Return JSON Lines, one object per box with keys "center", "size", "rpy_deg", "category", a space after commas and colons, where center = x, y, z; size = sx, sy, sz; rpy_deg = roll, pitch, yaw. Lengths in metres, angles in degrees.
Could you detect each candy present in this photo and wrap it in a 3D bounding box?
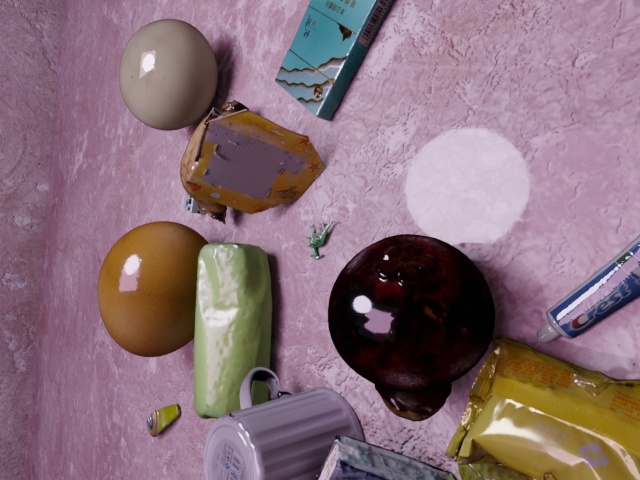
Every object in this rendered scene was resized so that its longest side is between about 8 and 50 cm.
{"center": [-0.171, 0.177, 0.825], "size": [0.142, 0.131, 0.344], "rpy_deg": [-4, 85, 50], "category": "candy"}

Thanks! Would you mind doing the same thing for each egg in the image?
{"center": [-0.353, 0.112, 0.929], "size": [0.250, 0.250, 0.323], "rpy_deg": [41, 118, 39], "category": "egg"}
{"center": [-0.357, -0.386, 0.999], "size": [0.269, 0.219, 0.219], "rpy_deg": [-37, 62, 32], "category": "egg"}

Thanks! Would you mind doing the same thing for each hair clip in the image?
{"center": [-0.427, 0.483, 1.128], "size": [0.188, 0.033, 0.060], "rpy_deg": [-41, 62, 36], "category": "hair clip"}

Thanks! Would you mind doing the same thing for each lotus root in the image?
{"center": [-0.221, -0.170, 0.896], "size": [0.154, 0.140, 0.257], "rpy_deg": [16, 91, 51], "category": "lotus root"}

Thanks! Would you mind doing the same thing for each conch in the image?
{"center": [0.202, 0.270, 0.499], "size": [0.089, 0.074, 0.121], "rpy_deg": [-102, 17, -63], "category": "conch"}

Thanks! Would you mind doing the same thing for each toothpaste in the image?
{"center": [0.301, 0.044, 0.428], "size": [0.057, 0.034, 0.197], "rpy_deg": [48, 119, 18], "category": "toothpaste"}

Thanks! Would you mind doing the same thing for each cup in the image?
{"center": [-0.075, 0.322, 0.665], "size": [0.221, 0.202, 0.167], "rpy_deg": [16, 95, 45], "category": "cup"}

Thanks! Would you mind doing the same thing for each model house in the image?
{"center": [-0.120, -0.169, 0.786], "size": [0.207, 0.219, 0.136], "rpy_deg": [-56, 32, 37], "category": "model house"}

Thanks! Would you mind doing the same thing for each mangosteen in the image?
{"center": [0.108, 0.092, 0.516], "size": [0.209, 0.209, 0.210], "rpy_deg": [-5, 84, 45], "category": "mangosteen"}

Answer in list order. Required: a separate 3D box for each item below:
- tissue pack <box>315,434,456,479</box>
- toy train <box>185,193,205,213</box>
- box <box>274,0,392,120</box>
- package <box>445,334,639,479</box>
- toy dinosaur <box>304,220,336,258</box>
{"center": [0.058, 0.386, 0.557], "size": [0.073, 0.173, 0.236], "rpy_deg": [-86, 17, -74], "category": "tissue pack"}
{"center": [-0.295, -0.170, 1.038], "size": [0.047, 0.043, 0.208], "rpy_deg": [14, 97, 43], "category": "toy train"}
{"center": [0.016, -0.350, 0.740], "size": [0.162, 0.041, 0.229], "rpy_deg": [50, 120, 36], "category": "box"}
{"center": [0.246, 0.181, 0.411], "size": [0.226, 0.090, 0.168], "rpy_deg": [11, 60, 47], "category": "package"}
{"center": [0.000, 0.000, 0.744], "size": [0.083, 0.021, 0.062], "rpy_deg": [-13, 85, 48], "category": "toy dinosaur"}
